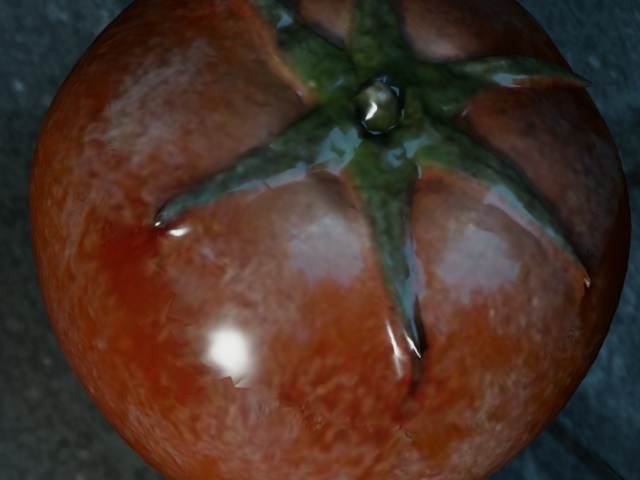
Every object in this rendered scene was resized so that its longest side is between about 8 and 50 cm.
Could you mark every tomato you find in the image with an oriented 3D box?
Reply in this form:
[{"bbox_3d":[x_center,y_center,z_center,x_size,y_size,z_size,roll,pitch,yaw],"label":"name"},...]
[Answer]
[{"bbox_3d":[0.000,0.000,0.892,0.265,0.265,0.264,17,59,-31],"label":"tomato"}]
